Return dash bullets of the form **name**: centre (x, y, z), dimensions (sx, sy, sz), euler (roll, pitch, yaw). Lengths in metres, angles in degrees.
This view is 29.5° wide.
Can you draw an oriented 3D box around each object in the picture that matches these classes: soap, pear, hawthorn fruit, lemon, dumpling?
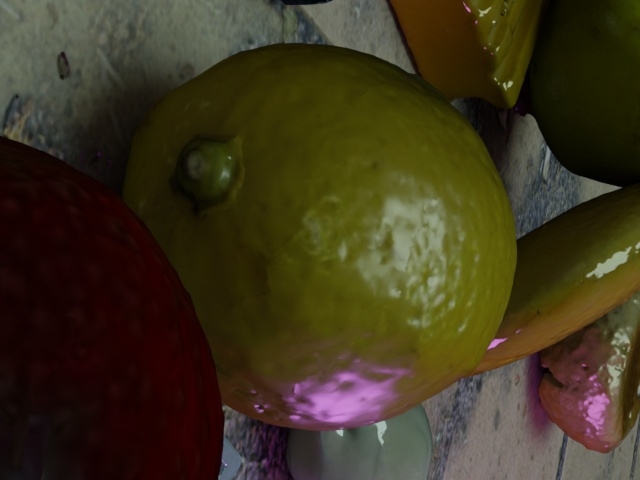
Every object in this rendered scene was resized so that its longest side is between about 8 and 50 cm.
- **soap**: centre (0.258, 0.033, 1.268), dimensions (0.427, 0.306, 0.115), euler (-22, 84, -54)
- **pear**: centre (0.346, -0.177, 1.309), dimensions (0.307, 0.252, 0.253), euler (91, 18, -63)
- **hawthorn fruit**: centre (-0.158, 0.087, 0.508), dimensions (0.307, 0.265, 0.265), euler (43, 58, -65)
- **lemon**: centre (0.001, 0.000, 0.794), dimensions (0.284, 0.260, 0.261), euler (71, 30, -78)
- **soap**: centre (0.173, -0.316, 1.216), dimensions (0.325, 0.096, 0.204), euler (-67, 149, -30)
- **dumpling**: centre (0.028, 0.159, 1.032), dimensions (0.151, 0.124, 0.229), euler (-111, 177, -57)

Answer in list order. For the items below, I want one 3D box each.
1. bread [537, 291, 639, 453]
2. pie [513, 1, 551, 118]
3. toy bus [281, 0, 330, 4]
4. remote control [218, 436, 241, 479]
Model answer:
- **bread**: centre (0.380, 0.163, 1.679), dimensions (0.244, 0.134, 0.245), euler (-32, 126, -58)
- **pie**: centre (0.266, -0.251, 1.458), dimensions (0.204, 0.054, 0.219), euler (-58, 145, -40)
- **toy bus**: centre (-0.037, -0.222, 0.866), dimensions (0.166, 0.065, 0.047), euler (32, 67, -59)
- **remote control**: centre (-0.138, 0.111, 0.757), dimensions (0.103, 0.051, 0.293), euler (-51, 143, -17)
